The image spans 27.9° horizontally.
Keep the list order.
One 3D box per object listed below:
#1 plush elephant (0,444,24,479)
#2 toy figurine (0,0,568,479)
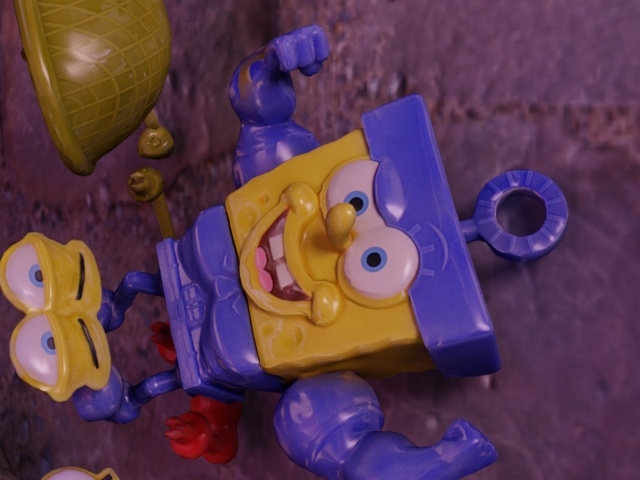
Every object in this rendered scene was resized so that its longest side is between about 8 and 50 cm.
[{"bbox_3d":[-0.288,0.225,0.741,0.330,0.255,0.271,14,99,45],"label":"plush elephant"},{"bbox_3d":[0.000,0.000,0.571,0.217,0.191,0.362,-19,65,13],"label":"toy figurine"}]
